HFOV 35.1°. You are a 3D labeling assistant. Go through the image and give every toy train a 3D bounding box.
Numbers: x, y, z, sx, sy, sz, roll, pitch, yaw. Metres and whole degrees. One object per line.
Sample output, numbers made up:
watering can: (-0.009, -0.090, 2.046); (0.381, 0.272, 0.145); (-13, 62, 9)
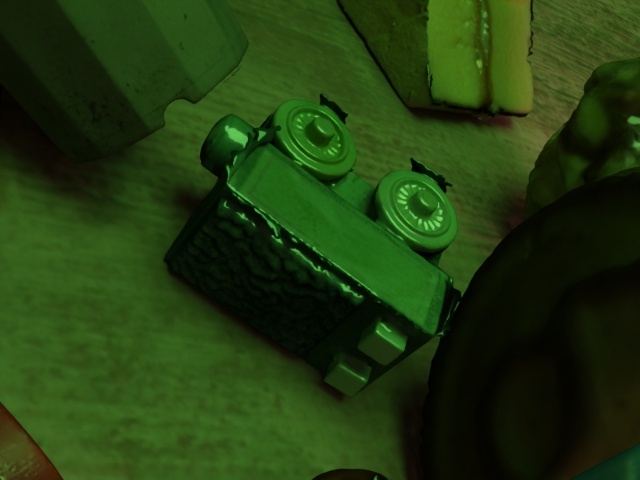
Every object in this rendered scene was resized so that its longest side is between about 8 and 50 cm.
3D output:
toy train: (0.000, 0.000, 0.906); (0.271, 0.159, 0.188); (36, 45, -11)

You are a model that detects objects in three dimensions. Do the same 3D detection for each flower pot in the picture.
flower pot: (-0.206, -0.218, 0.831); (0.259, 0.290, 0.290); (57, 29, -24)

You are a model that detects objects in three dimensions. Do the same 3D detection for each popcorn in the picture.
popcorn: (0.385, -0.049, 1.217); (0.312, 0.312, 0.312); (26, 38, -23)

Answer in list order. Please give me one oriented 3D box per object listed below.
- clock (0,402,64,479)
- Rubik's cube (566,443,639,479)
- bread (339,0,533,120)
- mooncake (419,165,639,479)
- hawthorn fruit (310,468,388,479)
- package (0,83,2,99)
clock: (-0.239, 0.157, 0.581); (0.113, 0.061, 0.155); (47, 38, 6)
Rubik's cube: (0.185, 0.366, 0.524); (0.352, 0.347, 0.351); (38, 35, -7)
bread: (0.210, -0.294, 1.399); (0.263, 0.198, 0.236); (-3, 63, -44)
mooncake: (0.273, 0.145, 0.809); (0.246, 0.393, 0.394); (18, 75, -39)
hawthorn fruit: (0.027, 0.205, 0.761); (0.081, 0.093, 0.081); (28, 36, -23)
package: (-0.290, -0.144, 0.882); (0.037, 0.015, 0.110); (20, 39, -28)
